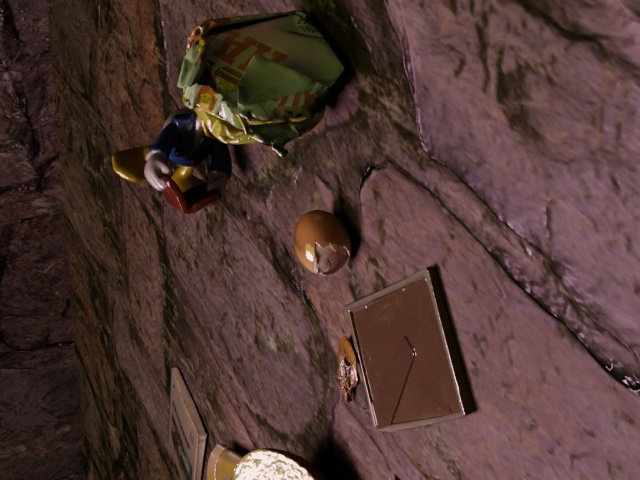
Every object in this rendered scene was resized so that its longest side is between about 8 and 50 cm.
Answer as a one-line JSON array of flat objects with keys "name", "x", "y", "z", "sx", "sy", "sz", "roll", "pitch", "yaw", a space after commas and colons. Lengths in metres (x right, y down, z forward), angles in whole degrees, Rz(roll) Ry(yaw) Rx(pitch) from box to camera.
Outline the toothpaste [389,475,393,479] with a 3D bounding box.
[{"name": "toothpaste", "x": 0.132, "y": 0.386, "z": 1.392, "sx": 0.194, "sy": 0.043, "sz": 0.067, "roll": -144, "pitch": 46, "yaw": -65}]

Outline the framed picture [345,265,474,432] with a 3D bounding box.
[{"name": "framed picture", "x": 0.107, "y": 0.150, "z": 1.363, "sx": 0.260, "sy": 0.023, "sz": 0.188, "roll": 145, "pitch": 112, "yaw": -64}]

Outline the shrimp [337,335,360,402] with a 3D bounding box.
[{"name": "shrimp", "x": 0.042, "y": 0.198, "z": 1.511, "sx": 0.083, "sy": 0.023, "sz": 0.114, "roll": -122, "pitch": 27, "yaw": -63}]

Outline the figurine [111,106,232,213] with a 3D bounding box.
[{"name": "figurine", "x": -0.230, "y": -0.179, "z": 1.783, "sx": 0.283, "sy": 0.205, "sz": 0.338, "roll": -89, "pitch": 21, "yaw": -50}]

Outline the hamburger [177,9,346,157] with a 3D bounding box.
[{"name": "hamburger", "x": -0.076, "y": -0.199, "z": 1.403, "sx": 0.125, "sy": 0.214, "sz": 0.235, "roll": 103, "pitch": 143, "yaw": -64}]

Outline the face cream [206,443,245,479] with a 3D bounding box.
[{"name": "face cream", "x": -0.150, "y": 0.481, "z": 2.017, "sx": 0.285, "sy": 0.067, "sz": 0.139, "roll": -177, "pitch": 80, "yaw": -66}]

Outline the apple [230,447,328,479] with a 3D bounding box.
[{"name": "apple", "x": -0.031, "y": 0.491, "z": 1.625, "sx": 0.254, "sy": 0.179, "sz": 0.346, "roll": 107, "pitch": 144, "yaw": -68}]

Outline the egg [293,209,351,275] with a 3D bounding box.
[{"name": "egg", "x": 0.000, "y": 0.000, "z": 1.466, "sx": 0.096, "sy": 0.080, "sz": 0.080, "roll": 54, "pitch": 146, "yaw": 38}]

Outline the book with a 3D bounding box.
[{"name": "book", "x": -0.315, "y": 0.460, "z": 2.432, "sx": 0.214, "sy": 0.025, "sz": 0.282, "roll": -122, "pitch": 30, "yaw": -42}]
